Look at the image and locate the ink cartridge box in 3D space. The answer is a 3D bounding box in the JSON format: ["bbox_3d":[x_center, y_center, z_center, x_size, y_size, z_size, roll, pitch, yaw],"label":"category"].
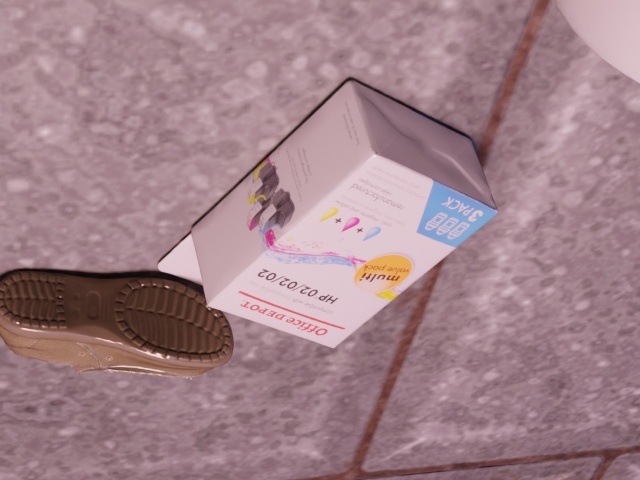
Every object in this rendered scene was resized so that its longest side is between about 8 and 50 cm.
[{"bbox_3d":[0.000,0.000,0.863,0.104,0.062,0.181,22,129,-38],"label":"ink cartridge box"}]

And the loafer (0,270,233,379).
[{"bbox_3d":[-0.126,0.052,0.893,0.148,0.056,0.050,14,148,-15],"label":"loafer"}]

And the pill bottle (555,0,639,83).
[{"bbox_3d":[0.205,-0.229,0.538,0.204,0.204,0.361,-6,142,-13],"label":"pill bottle"}]
